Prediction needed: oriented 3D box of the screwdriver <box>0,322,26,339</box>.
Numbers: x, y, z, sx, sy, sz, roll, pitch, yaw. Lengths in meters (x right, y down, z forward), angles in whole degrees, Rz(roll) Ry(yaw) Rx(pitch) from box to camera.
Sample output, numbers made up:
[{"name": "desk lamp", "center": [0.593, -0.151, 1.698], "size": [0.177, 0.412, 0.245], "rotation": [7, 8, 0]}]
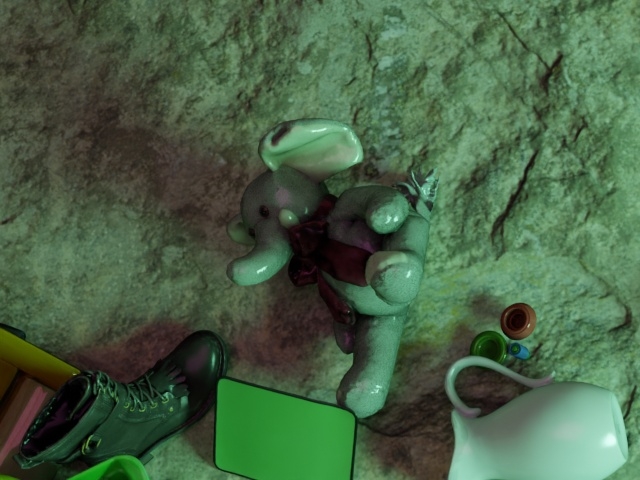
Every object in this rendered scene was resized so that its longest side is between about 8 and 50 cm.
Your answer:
[{"name": "screwdriver", "center": [-0.485, 0.119, 1.793], "size": [0.170, 0.024, 0.025], "rotation": [9, 106, 21]}]

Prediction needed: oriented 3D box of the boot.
[{"name": "boot", "center": [-0.240, 0.198, 1.601], "size": [0.091, 0.229, 0.263], "rotation": [39, 85, 24]}]

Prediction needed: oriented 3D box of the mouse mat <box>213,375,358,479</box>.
[{"name": "mouse mat", "center": [-0.046, 0.251, 1.611], "size": [0.189, 0.007, 0.153], "rotation": [13, 121, 14]}]

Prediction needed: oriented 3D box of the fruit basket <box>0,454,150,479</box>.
[{"name": "fruit basket", "center": [-0.348, 0.406, 1.499], "size": [0.392, 0.392, 0.283], "rotation": [-25, 71, 4]}]

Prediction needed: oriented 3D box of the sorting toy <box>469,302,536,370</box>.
[{"name": "sorting toy", "center": [0.239, 0.127, 1.624], "size": [0.102, 0.042, 0.061], "rotation": [-48, 55, 9]}]

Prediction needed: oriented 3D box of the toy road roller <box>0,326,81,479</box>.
[{"name": "toy road roller", "center": [-0.488, 0.193, 1.703], "size": [0.329, 0.240, 0.202], "rotation": [32, 81, -19]}]

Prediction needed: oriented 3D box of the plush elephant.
[{"name": "plush elephant", "center": [0.000, 0.000, 1.596], "size": [0.255, 0.272, 0.330], "rotation": [15, 49, 2]}]

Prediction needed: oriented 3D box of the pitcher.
[{"name": "pitcher", "center": [0.253, 0.214, 1.550], "size": [0.207, 0.125, 0.178], "rotation": [-13, 74, 20]}]
